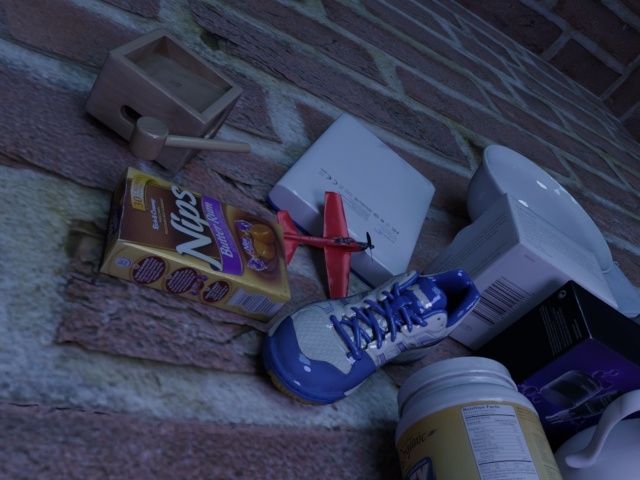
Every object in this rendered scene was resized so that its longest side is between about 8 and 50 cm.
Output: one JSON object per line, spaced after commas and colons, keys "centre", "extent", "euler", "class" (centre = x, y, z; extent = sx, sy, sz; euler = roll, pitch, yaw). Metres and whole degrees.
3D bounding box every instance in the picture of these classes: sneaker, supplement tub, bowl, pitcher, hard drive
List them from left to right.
{"centre": [0.064, -0.072, 0.930], "extent": [0.210, 0.040, 0.319], "euler": [39, 33, -4], "class": "hard drive"}
{"centre": [0.064, 0.082, 0.669], "extent": [0.296, 0.131, 0.112], "euler": [-11, 61, -50], "class": "sneaker"}
{"centre": [0.150, 0.227, 0.574], "extent": [0.144, 0.144, 0.200], "euler": [23, 36, -27], "class": "supplement tub"}
{"centre": [0.364, -0.022, 1.100], "extent": [0.297, 0.134, 0.298], "euler": [27, 36, -21], "class": "bowl"}
{"centre": [0.339, 0.248, 0.688], "extent": [0.177, 0.207, 0.126], "euler": [30, 34, -17], "class": "pitcher"}

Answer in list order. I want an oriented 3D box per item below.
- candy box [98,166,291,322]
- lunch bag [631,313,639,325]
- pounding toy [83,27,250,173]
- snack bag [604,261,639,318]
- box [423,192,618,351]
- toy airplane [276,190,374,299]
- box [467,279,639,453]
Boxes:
{"centre": [-0.124, 0.007, 0.633], "extent": [0.186, 0.053, 0.109], "euler": [20, 39, -28], "class": "candy box"}
{"centre": [0.520, 0.178, 0.937], "extent": [0.090, 0.219, 0.176], "euler": [46, 15, 4], "class": "lunch bag"}
{"centre": [-0.172, -0.130, 0.701], "extent": [0.181, 0.094, 0.206], "euler": [36, 33, -7], "class": "pounding toy"}
{"centre": [0.549, 0.038, 1.314], "extent": [0.323, 0.037, 0.343], "euler": [5, 47, -42], "class": "snack bag"}
{"centre": [0.268, 0.065, 0.852], "extent": [0.181, 0.181, 0.119], "euler": [30, 35, -17], "class": "box"}
{"centre": [0.000, 0.000, 0.754], "extent": [0.151, 0.028, 0.151], "euler": [8, 69, -20], "class": "toy airplane"}
{"centre": [0.353, 0.193, 0.790], "extent": [0.261, 0.184, 0.103], "euler": [30, 37, -18], "class": "box"}
